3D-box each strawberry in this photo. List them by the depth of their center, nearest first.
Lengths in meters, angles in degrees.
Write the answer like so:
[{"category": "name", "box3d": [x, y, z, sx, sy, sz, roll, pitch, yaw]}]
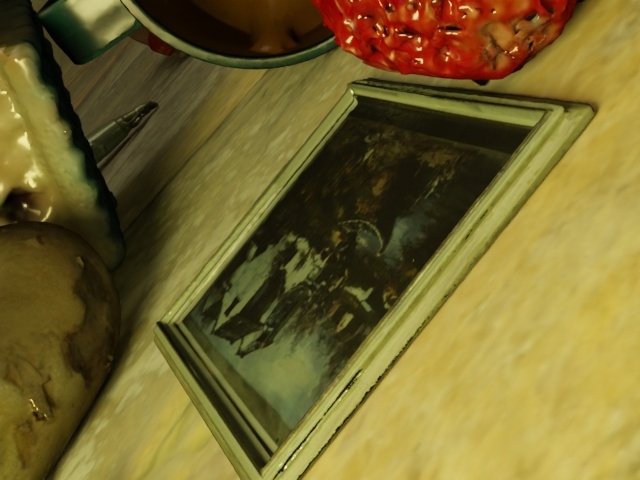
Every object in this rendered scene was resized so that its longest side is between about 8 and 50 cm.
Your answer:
[{"category": "strawberry", "box3d": [0.065, -0.187, 0.570, 0.186, 0.201, 0.184, -35, 45, -5]}]

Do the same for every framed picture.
[{"category": "framed picture", "box3d": [0.000, 0.000, 0.621, 0.232, 0.019, 0.296, -51, 20, -4]}]

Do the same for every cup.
[{"category": "cup", "box3d": [-0.072, -0.272, 0.970, 0.308, 0.242, 0.292, -62, 14, 19]}]

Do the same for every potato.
[{"category": "potato", "box3d": [-0.226, 0.097, 0.743, 0.165, 0.165, 0.262, -34, 19, 37]}]

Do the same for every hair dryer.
[{"category": "hair dryer", "box3d": [-0.277, -0.078, 1.311, 0.237, 0.075, 0.206, -41, 27, 1]}]

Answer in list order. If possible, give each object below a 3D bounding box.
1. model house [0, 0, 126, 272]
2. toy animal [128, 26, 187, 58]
[{"category": "model house", "box3d": [-0.369, -0.014, 0.954, 0.446, 0.399, 0.395, -59, 28, 7]}, {"category": "toy animal", "box3d": [-0.214, -0.317, 1.426, 0.197, 0.171, 0.171, 19, 65, 31]}]
